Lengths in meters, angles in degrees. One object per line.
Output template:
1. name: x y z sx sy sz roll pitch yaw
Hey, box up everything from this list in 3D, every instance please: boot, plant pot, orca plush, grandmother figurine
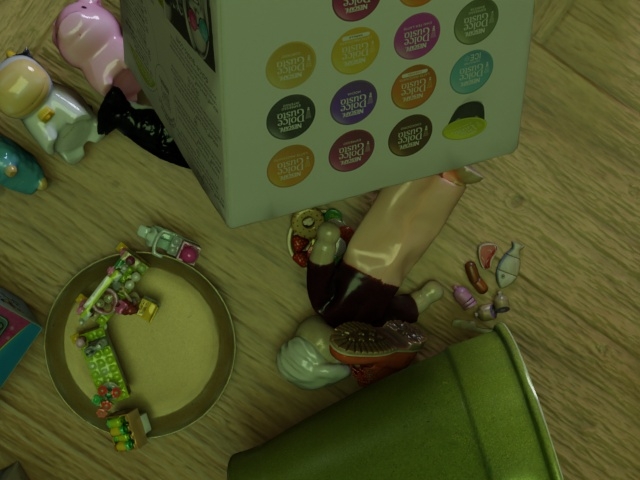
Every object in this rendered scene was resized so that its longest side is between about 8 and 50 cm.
1. boot: 0.056 0.142 1.645 0.059 0.158 0.084 44 113 33
2. plant pot: 0.088 0.314 1.599 0.353 0.366 0.366 -15 97 1
3. orca plush: -0.110 -0.125 1.632 0.287 0.102 0.151 16 114 -25
4. grandmother figurine: 0.063 0.038 1.694 0.208 0.104 0.342 29 101 -24
5. plant pot: -0.223 0.128 1.735 0.236 0.032 0.236 0 97 -1

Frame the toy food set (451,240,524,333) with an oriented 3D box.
1. toy food set: 0.206 0.056 1.743 0.078 0.019 0.122 13 96 -3

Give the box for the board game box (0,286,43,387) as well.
1. board game box: -0.514 0.107 1.619 0.303 0.097 0.224 34 91 -35

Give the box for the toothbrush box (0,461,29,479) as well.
1. toothbrush box: -0.479 0.408 1.670 0.296 0.216 0.126 -28 98 1

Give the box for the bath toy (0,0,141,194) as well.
1. bath toy: -0.277 -0.217 1.648 0.348 0.151 0.129 -41 63 2

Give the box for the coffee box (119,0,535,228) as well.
1. coffee box: -0.006 -0.269 1.441 0.338 0.338 0.334 -15 132 -19

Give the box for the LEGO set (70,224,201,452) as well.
1. LEGO set: -0.241 0.118 1.662 0.132 0.107 0.287 16 96 -3

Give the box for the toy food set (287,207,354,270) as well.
1. toy food set: 0.000 0.000 1.730 0.083 0.020 0.083 12 96 -3
